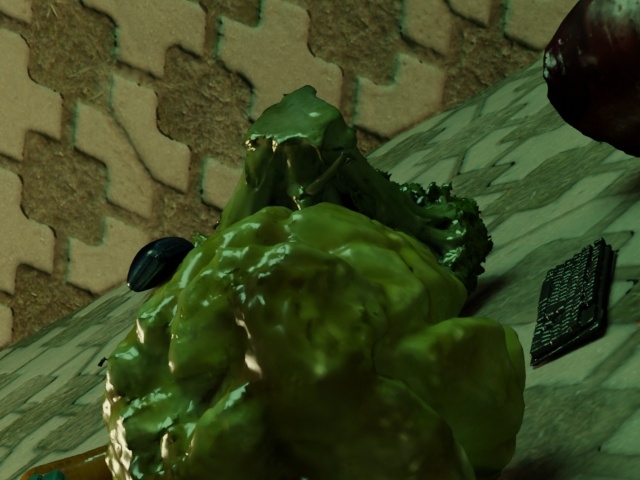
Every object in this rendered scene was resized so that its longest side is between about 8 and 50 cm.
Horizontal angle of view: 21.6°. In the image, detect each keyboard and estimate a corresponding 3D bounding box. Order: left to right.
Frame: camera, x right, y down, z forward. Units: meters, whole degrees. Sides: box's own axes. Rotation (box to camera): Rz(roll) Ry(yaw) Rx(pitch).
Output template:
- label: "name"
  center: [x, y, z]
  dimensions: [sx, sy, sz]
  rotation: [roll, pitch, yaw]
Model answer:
- label: "keyboard"
  center: [0.216, 0.050, 1.453]
  dimensions: [0.072, 0.023, 0.231]
  rotation: [-30, 8, 18]

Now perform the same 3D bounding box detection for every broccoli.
- label: "broccoli"
  center: [0.000, 0.000, 1.660]
  dimensions: [0.303, 0.283, 0.321]
  rotation: [11, 40, 27]

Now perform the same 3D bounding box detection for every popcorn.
- label: "popcorn"
  center: [-0.012, 0.117, 1.092]
  dimensions: [0.282, 0.282, 0.247]
  rotation: [-28, 14, 17]

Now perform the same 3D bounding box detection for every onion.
- label: "onion"
  center: [0.351, -0.166, 1.687]
  dimensions: [0.252, 0.219, 0.252]
  rotation: [2, -24, 1]

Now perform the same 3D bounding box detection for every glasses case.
- label: "glasses case"
  center: [-0.106, 0.014, 1.085]
  dimensions: [0.033, 0.023, 0.083]
  rotation: [-46, -5, 11]

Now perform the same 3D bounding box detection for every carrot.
- label: "carrot"
  center: [-0.209, 0.232, 1.757]
  dimensions: [0.256, 0.061, 0.061]
  rotation: [-22, 6, -16]

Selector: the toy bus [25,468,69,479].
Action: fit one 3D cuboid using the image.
- label: "toy bus"
  center: [-0.285, 0.283, 1.556]
  dimensions: [0.160, 0.092, 0.079]
  rotation: [-30, 10, -2]
